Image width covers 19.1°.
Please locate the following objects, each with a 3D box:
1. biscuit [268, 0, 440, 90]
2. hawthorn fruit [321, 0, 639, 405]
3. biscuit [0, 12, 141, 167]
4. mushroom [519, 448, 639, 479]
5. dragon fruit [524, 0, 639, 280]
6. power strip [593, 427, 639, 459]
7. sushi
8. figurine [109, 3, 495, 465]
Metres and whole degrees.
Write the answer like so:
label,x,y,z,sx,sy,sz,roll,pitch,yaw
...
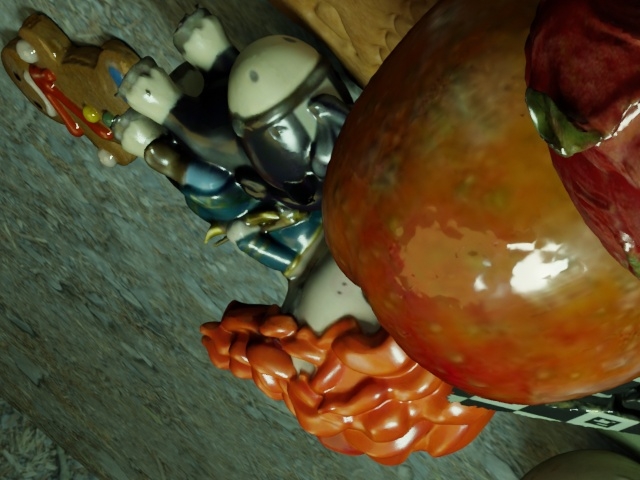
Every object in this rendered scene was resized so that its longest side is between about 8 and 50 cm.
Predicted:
label,x,y,z,sx,sy,sz,roll,pitch,yaw
biscuit,0.066,-0.147,1.405,0.306,0.043,0.284,49,160,-11
hawthorn fruit,0.144,-0.031,1.167,0.284,0.284,0.284,39,160,17
biscuit,-0.253,-0.151,2.041,0.324,0.049,0.205,25,153,48
mushroom,0.285,0.324,1.669,0.290,0.292,0.292,6,152,6
dragon fruit,0.230,-0.072,0.928,0.299,0.244,0.244,54,160,-2
power strip,0.268,0.155,1.630,0.169,0.028,0.076,35,159,20
sushi,0.244,0.100,1.410,0.279,0.043,0.192,9,159,-5
figurine,-0.002,-0.010,1.569,0.306,0.241,0.412,-14,113,46
